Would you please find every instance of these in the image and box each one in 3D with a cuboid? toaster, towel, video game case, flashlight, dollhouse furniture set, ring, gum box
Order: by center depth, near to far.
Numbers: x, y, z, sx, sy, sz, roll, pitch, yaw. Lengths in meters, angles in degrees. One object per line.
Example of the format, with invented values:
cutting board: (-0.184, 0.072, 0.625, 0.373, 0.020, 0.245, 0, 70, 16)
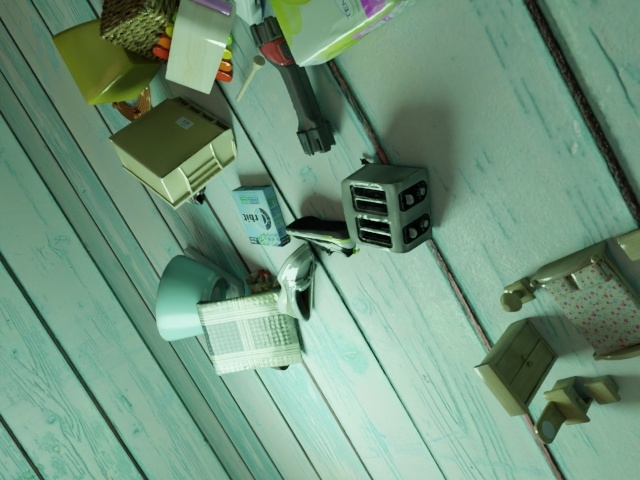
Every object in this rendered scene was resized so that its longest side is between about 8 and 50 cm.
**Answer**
dollhouse furniture set: (0.472, 0.196, 0.835, 0.303, 0.174, 0.355, 53, 143, 4)
toaster: (0.140, -0.077, 1.047, 0.186, 0.110, 0.168, 15, 126, 41)
flashlight: (-0.057, -0.346, 1.082, 0.103, 0.103, 0.304, -8, 116, 31)
gum box: (-0.181, -0.074, 1.452, 0.157, 0.041, 0.184, 5, 121, 45)
towel: (-0.232, 0.311, 1.637, 0.325, 0.056, 0.312, -8, 115, 3)
ring: (-0.697, -0.567, 1.661, 0.337, 0.032, 0.336, 26, 133, 33)
video game case: (-0.418, 0.214, 1.923, 0.329, 0.036, 0.299, 29, 135, 31)

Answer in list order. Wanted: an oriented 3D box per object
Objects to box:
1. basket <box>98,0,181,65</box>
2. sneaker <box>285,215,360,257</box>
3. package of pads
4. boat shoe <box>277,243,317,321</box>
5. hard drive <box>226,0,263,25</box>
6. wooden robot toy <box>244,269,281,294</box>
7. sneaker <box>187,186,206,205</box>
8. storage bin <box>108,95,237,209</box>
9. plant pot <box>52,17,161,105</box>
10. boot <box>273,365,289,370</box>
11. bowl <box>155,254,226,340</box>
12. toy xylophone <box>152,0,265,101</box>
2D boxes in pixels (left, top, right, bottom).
basket: (-0.409, -0.616, 1.263, 0.299, 0.223, 0.213, 5, 87, 46)
sneaker: (0.000, 0.000, 1.276, 0.235, 0.084, 0.097, 12, 126, 42)
package of pads: (0.029, -0.479, 0.884, 0.297, 0.101, 0.229, -9, 108, 51)
boat shoe: (-0.058, 0.131, 1.415, 0.103, 0.118, 0.320, 34, 142, 18)
hard drive: (-0.257, -0.603, 1.000, 0.319, 0.040, 0.210, 40, 178, -4)
wooden robot toy: (-0.210, 0.147, 1.614, 0.173, 0.079, 0.076, 11, 124, 42)
sneaker: (-0.421, -0.193, 1.618, 0.077, 0.072, 0.178, 25, 142, 18)
storage bin: (-0.423, -0.270, 1.402, 0.262, 0.260, 0.123, 34, 155, 26)
plant pot: (-0.611, -0.552, 1.436, 0.187, 0.212, 0.212, -19, 102, 26)
boot: (-0.262, 0.367, 1.828, 0.281, 0.096, 0.264, -1, 128, 46)
bowl: (-0.443, 0.212, 1.716, 0.163, 0.311, 0.311, 6, 126, 8)
toy xylophone: (-0.270, -0.449, 1.164, 0.323, 0.236, 0.081, -19, 57, 58)
